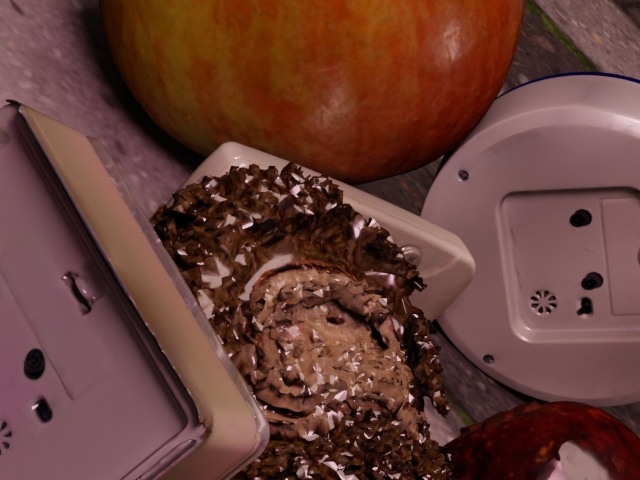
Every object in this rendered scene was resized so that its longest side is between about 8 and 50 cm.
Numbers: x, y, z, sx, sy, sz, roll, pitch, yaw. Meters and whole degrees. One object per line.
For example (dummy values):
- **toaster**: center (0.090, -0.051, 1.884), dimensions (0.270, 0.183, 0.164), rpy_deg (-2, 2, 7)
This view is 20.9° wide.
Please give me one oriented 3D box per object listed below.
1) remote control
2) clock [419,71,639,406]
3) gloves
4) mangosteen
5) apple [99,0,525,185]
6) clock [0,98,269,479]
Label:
- **remote control**: center (0.000, 0.001, 1.113), dimensions (0.230, 0.090, 0.049), rpy_deg (20, 34, -41)
- **clock**: center (0.184, 0.003, 1.206), dimensions (0.230, 0.230, 0.083), rpy_deg (40, 29, -7)
- **gloves**: center (-0.020, 0.110, 0.875), dimensions (0.210, 0.135, 0.312), rpy_deg (12, 57, -19)
- **mangosteen**: center (0.141, 0.177, 0.992), dimensions (0.181, 0.146, 0.156), rpy_deg (53, 26, 17)
- **apple**: center (0.000, -0.185, 1.148), dimensions (0.301, 0.301, 0.301), rpy_deg (33, 29, -21)
- **clock**: center (-0.133, 0.054, 0.793), dimensions (0.192, 0.147, 0.071), rpy_deg (56, 16, 24)
